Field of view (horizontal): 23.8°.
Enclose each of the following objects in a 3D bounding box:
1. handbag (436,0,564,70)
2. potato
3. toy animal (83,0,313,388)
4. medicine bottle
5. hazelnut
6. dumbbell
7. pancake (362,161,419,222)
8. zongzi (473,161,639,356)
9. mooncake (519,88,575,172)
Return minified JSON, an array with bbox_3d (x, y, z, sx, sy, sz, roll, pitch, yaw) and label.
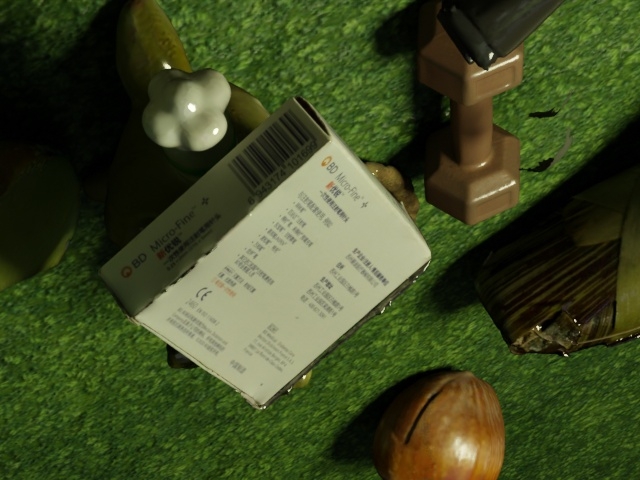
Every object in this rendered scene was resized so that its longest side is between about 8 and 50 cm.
[{"bbox_3d":[0.172,-0.230,0.970,0.247,0.223,0.080,-38,105,16],"label":"handbag"},{"bbox_3d":[-0.222,-0.019,1.073,0.119,0.054,0.198,-61,172,1],"label":"potato"},{"bbox_3d":[-0.086,-0.030,1.084,0.180,0.181,0.363,-42,149,7],"label":"toy animal"},{"bbox_3d":[-0.025,0.016,0.983,0.171,0.052,0.201,-43,149,3],"label":"medicine bottle"},{"bbox_3d":[0.133,0.214,1.679,0.150,0.150,0.150,-20,149,-13],"label":"hazelnut"},{"bbox_3d":[0.122,-0.103,1.223,0.092,0.082,0.231,-22,149,-8],"label":"dumbbell"},{"bbox_3d":[-0.001,-0.001,1.338,0.199,0.021,0.199,-19,148,-12],"label":"pancake"},{"bbox_3d":[0.294,-0.014,1.399,0.289,0.154,0.317,-24,159,-8],"label":"zongzi"},{"bbox_3d":[0.253,-0.103,1.303,0.346,0.057,0.150,-26,152,-44],"label":"mooncake"}]
